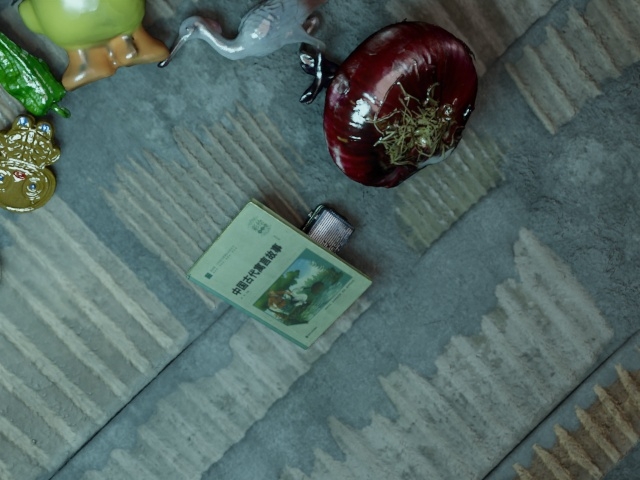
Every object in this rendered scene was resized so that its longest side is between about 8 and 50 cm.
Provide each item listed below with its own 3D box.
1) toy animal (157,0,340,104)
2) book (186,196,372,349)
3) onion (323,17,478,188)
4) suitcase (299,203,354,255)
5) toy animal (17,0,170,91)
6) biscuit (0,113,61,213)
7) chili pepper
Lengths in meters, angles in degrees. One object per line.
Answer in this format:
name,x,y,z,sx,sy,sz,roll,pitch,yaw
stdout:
toy animal,-0.103,-0.358,1.588,0.324,0.090,0.195,11,97,-20
book,-0.074,0.069,1.668,0.282,0.025,0.215,32,117,-19
onion,0.134,-0.247,1.611,0.314,0.232,0.314,-24,140,-22
suitcase,0.000,0.000,1.701,0.086,0.059,0.126,36,89,-21
toy animal,-0.383,-0.418,1.441,0.216,0.191,0.338,-24,106,-11
biscuit,-0.499,-0.125,1.524,0.124,0.026,0.175,14,113,-18
chili pepper,-0.501,-0.299,1.481,0.257,0.100,0.074,51,42,-23
